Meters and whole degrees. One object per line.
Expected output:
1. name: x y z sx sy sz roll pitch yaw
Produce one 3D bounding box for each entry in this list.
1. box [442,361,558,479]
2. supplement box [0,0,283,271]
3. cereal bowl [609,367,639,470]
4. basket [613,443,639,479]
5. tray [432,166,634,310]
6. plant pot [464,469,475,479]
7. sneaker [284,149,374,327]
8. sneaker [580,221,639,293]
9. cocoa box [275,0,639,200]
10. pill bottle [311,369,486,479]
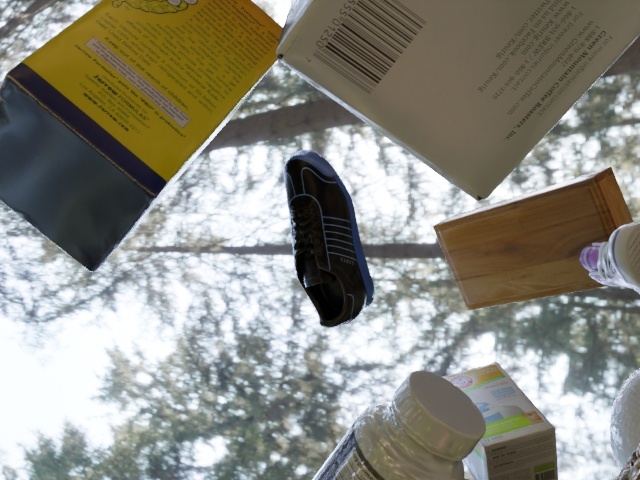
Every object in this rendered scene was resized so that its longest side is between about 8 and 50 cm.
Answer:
1. box: 0.267 0.289 1.278 0.114 0.203 0.103 -13 -68 -8
2. supplement box: -0.221 -0.171 1.008 0.195 0.194 0.356 41 -134 -9
3. cereal bowl: 0.706 0.330 1.514 0.339 0.339 0.141 -48 -42 -27
4. basket: 0.308 0.324 0.667 0.223 0.213 0.299 -52 -20 -37
5. tray: 0.421 0.011 1.640 0.076 0.411 0.202 -26 -85 -39
6. plant pot: 0.262 0.425 1.343 0.081 0.083 0.081 12 -97 -53
7. sneaker: 0.000 0.000 1.066 0.090 0.081 0.232 -33 -77 -54
8. sneaker: 0.462 0.035 1.277 0.282 0.161 0.102 20 -101 -50
9. cocoa box: 0.155 -0.261 0.713 0.231 0.347 0.228 32 -153 -16
10. pill bottle: 0.095 0.346 1.188 0.176 0.176 0.318 18 -64 -36
